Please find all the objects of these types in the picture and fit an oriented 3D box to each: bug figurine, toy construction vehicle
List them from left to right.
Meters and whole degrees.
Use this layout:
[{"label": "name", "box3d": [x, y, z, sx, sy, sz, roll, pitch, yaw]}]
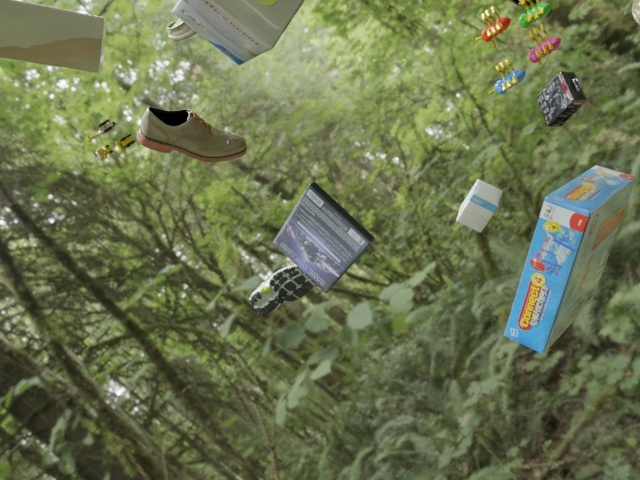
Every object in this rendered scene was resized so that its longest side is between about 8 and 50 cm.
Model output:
[{"label": "toy construction vehicle", "box3d": [-0.522, -0.252, 1.619, 0.098, 0.085, 0.035, -35, 6, 0]}, {"label": "bug figurine", "box3d": [0.525, -0.521, 1.725, 0.072, 0.278, 0.216, 21, -36, -40]}]

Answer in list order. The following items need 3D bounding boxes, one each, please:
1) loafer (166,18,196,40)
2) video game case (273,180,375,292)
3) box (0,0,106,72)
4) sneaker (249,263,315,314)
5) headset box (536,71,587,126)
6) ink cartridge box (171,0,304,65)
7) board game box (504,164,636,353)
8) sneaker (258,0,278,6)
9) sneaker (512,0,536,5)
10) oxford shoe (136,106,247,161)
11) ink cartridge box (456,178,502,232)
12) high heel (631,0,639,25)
[{"label": "loafer", "box3d": [-0.339, -0.653, 1.840, 0.269, 0.092, 0.102, -16, 29, 30]}, {"label": "video game case", "box3d": [0.000, 0.000, 1.589, 0.026, 0.196, 0.274, -43, -6, -36]}, {"label": "box", "box3d": [-0.635, -0.450, 1.414, 0.148, 0.311, 0.121, -142, 59, -71]}, {"label": "sneaker", "box3d": [-0.109, 0.121, 1.935, 0.275, 0.107, 0.110, -29, 20, 39]}, {"label": "headset box", "box3d": [0.416, -0.245, 1.117, 0.032, 0.062, 0.083, -5, -25, -22]}, {"label": "ink cartridge box", "box3d": [-0.164, -0.522, 1.374, 0.197, 0.198, 0.270, -57, 22, -5]}, {"label": "board game box", "box3d": [0.505, 0.029, 1.307, 0.308, 0.086, 0.301, -24, -50, -48]}, {"label": "sneaker", "box3d": [-0.130, -0.462, 1.046, 0.082, 0.208, 0.094, -32, -3, -6]}, {"label": "sneaker", "box3d": [0.606, -0.709, 1.804, 0.296, 0.146, 0.105, 7, -12, -34]}, {"label": "oxford shoe", "box3d": [-0.384, -0.334, 2.021, 0.349, 0.123, 0.130, 3, -45, -26]}, {"label": "ink cartridge box", "box3d": [0.504, -0.104, 2.079, 0.092, 0.090, 0.143, -61, -3, -46]}, {"label": "high heel", "box3d": [0.706, -0.456, 1.241, 0.261, 0.186, 0.093, -60, 3, -27]}]
